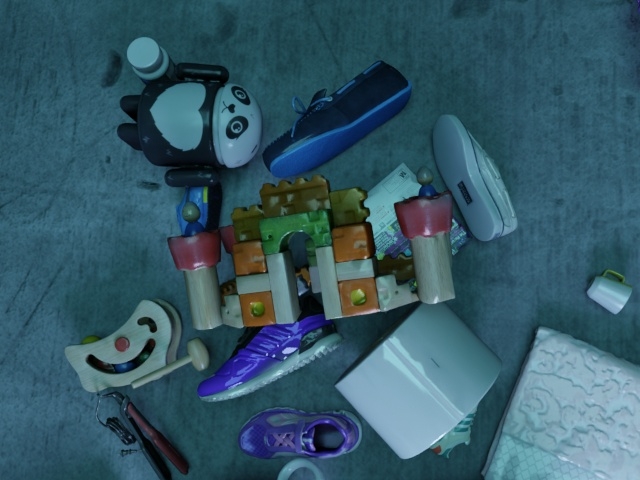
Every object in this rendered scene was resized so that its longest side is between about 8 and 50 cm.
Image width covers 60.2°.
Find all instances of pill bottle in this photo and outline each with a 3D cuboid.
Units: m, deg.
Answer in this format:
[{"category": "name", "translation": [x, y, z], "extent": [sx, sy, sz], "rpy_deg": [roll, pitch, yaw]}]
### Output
[{"category": "pill bottle", "translation": [-0.343, -0.357, 1.145], "extent": [0.078, 0.137, 0.078], "rpy_deg": [-1, 81, 4]}]

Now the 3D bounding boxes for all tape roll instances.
[{"category": "tape roll", "translation": [0.167, 0.229, 0.966], "extent": [0.246, 0.246, 0.169], "rpy_deg": [-43, 80, -4]}]

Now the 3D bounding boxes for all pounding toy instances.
[{"category": "pounding toy", "translation": [-0.354, 0.195, 1.048], "extent": [0.270, 0.155, 0.154], "rpy_deg": [-12, 85, 2]}]

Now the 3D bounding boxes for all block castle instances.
[{"category": "block castle", "translation": [0.000, 0.000, 0.943], "extent": [0.454, 0.303, 0.212], "rpy_deg": [-8, 94, 14]}]

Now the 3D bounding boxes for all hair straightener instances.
[{"category": "hair straightener", "translation": [-0.353, 0.379, 1.043], "extent": [0.089, 0.047, 0.230], "rpy_deg": [-37, 103, -2]}]

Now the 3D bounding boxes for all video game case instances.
[{"category": "video game case", "translation": [0.148, -0.006, 1.105], "extent": [0.232, 0.042, 0.210], "rpy_deg": [-41, 81, -3]}]

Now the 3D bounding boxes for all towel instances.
[{"category": "towel", "translation": [0.502, 0.361, 0.998], "extent": [0.332, 0.053, 0.316], "rpy_deg": [23, 83, 14]}]

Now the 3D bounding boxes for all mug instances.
[{"category": "mug", "translation": [0.552, 0.097, 1.064], "extent": [0.064, 0.078, 0.062], "rpy_deg": [29, 116, 16]}]

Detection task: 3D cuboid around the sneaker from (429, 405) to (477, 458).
[{"category": "sneaker", "translation": [0.264, 0.339, 1.044], "extent": [0.075, 0.057, 0.161], "rpy_deg": [44, 85, -8]}]

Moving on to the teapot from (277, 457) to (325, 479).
[{"category": "teapot", "translation": [-0.133, 0.513, 0.970], "extent": [0.256, 0.187, 0.252], "rpy_deg": [4, 124, -15]}]

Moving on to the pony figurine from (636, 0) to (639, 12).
[{"category": "pony figurine", "translation": [0.695, -0.518, 1.032], "extent": [0.303, 0.351, 0.363], "rpy_deg": [-36, 62, -6]}]

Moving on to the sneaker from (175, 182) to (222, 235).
[{"category": "sneaker", "translation": [-0.257, -0.027, 1.129], "extent": [0.082, 0.069, 0.209], "rpy_deg": [3, 82, 20]}]

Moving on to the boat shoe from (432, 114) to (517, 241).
[{"category": "boat shoe", "translation": [0.310, -0.131, 1.094], "extent": [0.088, 0.096, 0.267], "rpy_deg": [-14, 72, -27]}]

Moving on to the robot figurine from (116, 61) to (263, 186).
[{"category": "robot figurine", "translation": [-0.254, -0.231, 1.099], "extent": [0.278, 0.173, 0.209], "rpy_deg": [3, 121, 4]}]

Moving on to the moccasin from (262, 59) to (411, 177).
[{"category": "moccasin", "translation": [0.022, -0.247, 1.124], "extent": [0.342, 0.137, 0.116], "rpy_deg": [-31, 76, -16]}]

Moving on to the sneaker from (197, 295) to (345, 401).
[{"category": "sneaker", "translation": [-0.113, 0.200, 1.068], "extent": [0.293, 0.102, 0.146], "rpy_deg": [-26, 76, -5]}]

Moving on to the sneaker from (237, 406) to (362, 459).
[{"category": "sneaker", "translation": [-0.041, 0.364, 1.028], "extent": [0.237, 0.104, 0.095], "rpy_deg": [-4, 82, 4]}]
